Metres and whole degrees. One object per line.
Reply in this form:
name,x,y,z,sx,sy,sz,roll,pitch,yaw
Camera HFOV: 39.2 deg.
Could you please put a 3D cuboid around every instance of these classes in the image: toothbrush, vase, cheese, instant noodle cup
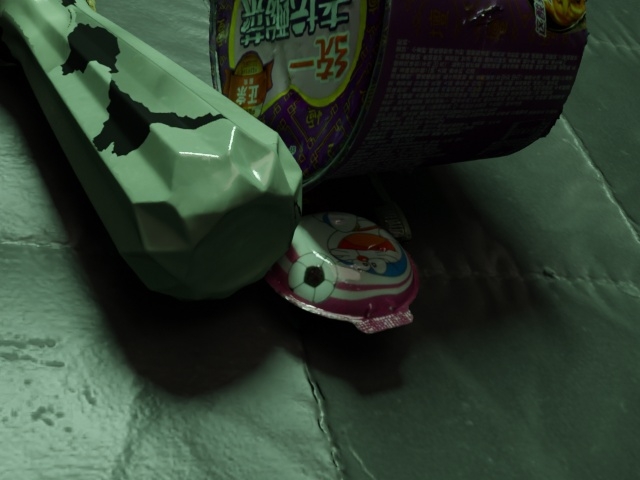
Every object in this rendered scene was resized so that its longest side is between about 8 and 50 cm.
toothbrush,0.028,-0.106,0.980,0.028,0.026,0.294,-2,48,-29
vase,-0.168,-0.108,0.789,0.165,0.165,0.360,-18,52,-39
cheese,0.000,0.000,0.829,0.155,0.062,0.244,-8,41,-31
instant noodle cup,0.077,-0.211,0.865,0.265,0.340,0.340,-3,49,-30

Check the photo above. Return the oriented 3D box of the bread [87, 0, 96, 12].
bread,-0.401,-0.324,0.918,0.315,0.279,0.249,-13,64,10
